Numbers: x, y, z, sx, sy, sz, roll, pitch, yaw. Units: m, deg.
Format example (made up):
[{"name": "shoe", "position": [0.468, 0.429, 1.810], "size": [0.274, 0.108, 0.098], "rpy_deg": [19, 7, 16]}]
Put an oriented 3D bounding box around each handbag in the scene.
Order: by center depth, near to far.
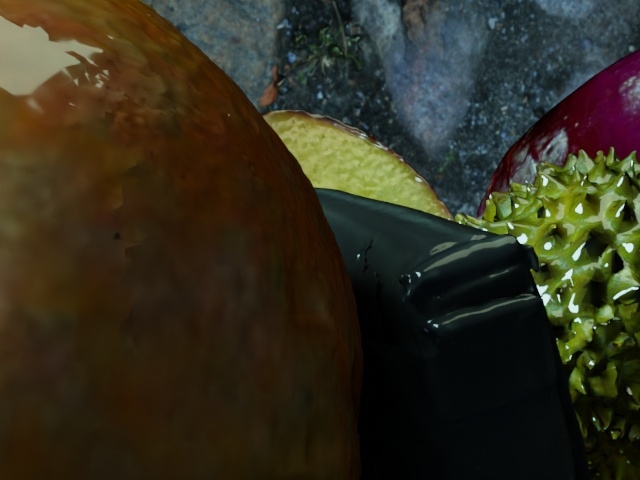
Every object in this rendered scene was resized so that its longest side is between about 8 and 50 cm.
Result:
[{"name": "handbag", "position": [0.033, 0.092, 0.704], "size": [0.080, 0.223, 0.247], "rpy_deg": [-23, 14, -17]}]

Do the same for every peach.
[{"name": "peach", "position": [0.000, 0.000, 1.920], "size": [0.338, 0.281, 0.281], "rpy_deg": [11, 4, 43]}]

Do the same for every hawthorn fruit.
[{"name": "hawthorn fruit", "position": [-0.101, 0.062, 0.589], "size": [0.298, 0.277, 0.277], "rpy_deg": [37, -9, -23]}]

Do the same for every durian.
[{"name": "durian", "position": [0.134, 0.078, 1.018], "size": [0.293, 0.258, 0.258], "rpy_deg": [-34, 15, -13]}]

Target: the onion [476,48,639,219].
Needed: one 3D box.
[{"name": "onion", "position": [0.303, 0.053, 1.276], "size": [0.398, 0.398, 0.420], "rpy_deg": [9, 31, 5]}]
